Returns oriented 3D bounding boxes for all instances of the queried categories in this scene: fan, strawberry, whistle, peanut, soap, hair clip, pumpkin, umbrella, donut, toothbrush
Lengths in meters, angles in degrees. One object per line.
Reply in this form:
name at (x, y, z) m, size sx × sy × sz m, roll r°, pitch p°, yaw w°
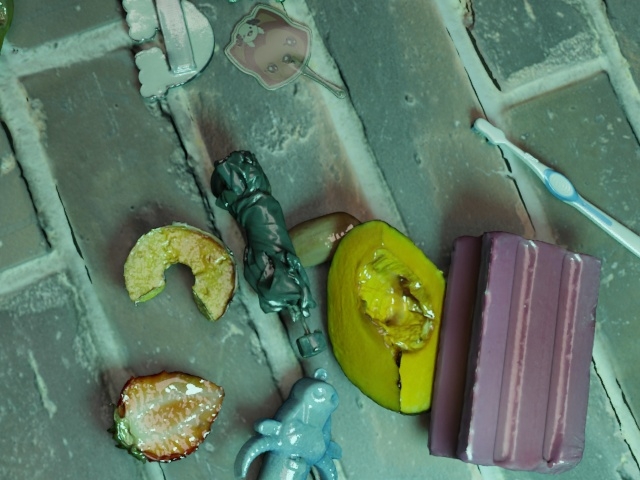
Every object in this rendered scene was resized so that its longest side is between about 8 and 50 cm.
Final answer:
fan at (-0.050, -0.302, 1.932) m, size 0.220 × 0.009 × 0.132 m, roll 33°, pitch 80°, yaw -1°
strawberry at (-0.238, 0.265, 1.771) m, size 0.187 × 0.082 × 0.147 m, roll -22°, pitch 90°, yaw -18°
whistle at (-0.042, 0.325, 1.783) m, size 0.180 × 0.093 × 0.269 m, roll 24°, pitch 78°, yaw -30°
peanut at (0.000, 0.000, 1.854) m, size 0.152 × 0.076 × 0.076 m, roll -18°, pitch 83°, yaw 10°
soap at (0.312, 0.182, 1.814) m, size 0.233 × 0.128 × 0.360 m, roll 14°, pitch 78°, yaw -26°
hair clip at (-0.247, -0.346, 1.890) m, size 0.140 × 0.054 × 0.220 m, roll -12°, pitch 85°, yaw -15°
pumpkin at (0.113, 0.113, 1.842) m, size 0.169 × 0.148 × 0.312 m, roll -12°, pitch 99°, yaw -49°
umbrella at (-0.083, 0.022, 1.797) m, size 0.094 × 0.143 × 0.349 m, roll -21°, pitch 83°, yaw -5°
donut at (-0.215, 0.048, 1.815) m, size 0.181 × 0.078 × 0.146 m, roll 12°, pitch 78°, yaw 0°
toothbrush at (0.415, -0.087, 1.951) m, size 0.386 × 0.040 × 0.040 m, roll 36°, pitch 77°, yaw -2°

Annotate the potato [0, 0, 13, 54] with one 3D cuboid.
potato at (-0.579, -0.385, 1.800) m, size 0.191 × 0.141 × 0.296 m, roll -4°, pitch 80°, yaw -26°
